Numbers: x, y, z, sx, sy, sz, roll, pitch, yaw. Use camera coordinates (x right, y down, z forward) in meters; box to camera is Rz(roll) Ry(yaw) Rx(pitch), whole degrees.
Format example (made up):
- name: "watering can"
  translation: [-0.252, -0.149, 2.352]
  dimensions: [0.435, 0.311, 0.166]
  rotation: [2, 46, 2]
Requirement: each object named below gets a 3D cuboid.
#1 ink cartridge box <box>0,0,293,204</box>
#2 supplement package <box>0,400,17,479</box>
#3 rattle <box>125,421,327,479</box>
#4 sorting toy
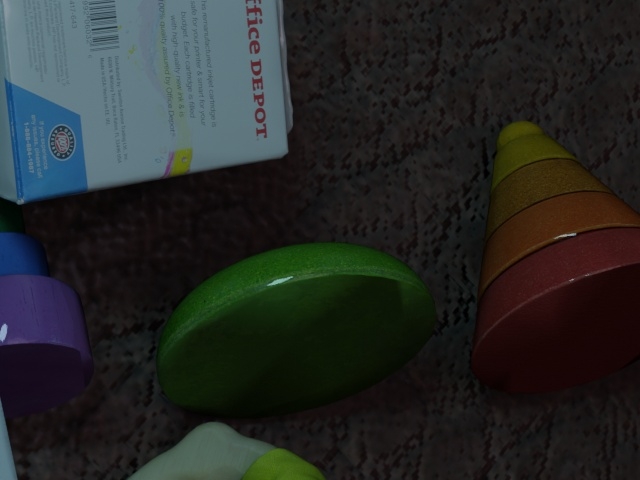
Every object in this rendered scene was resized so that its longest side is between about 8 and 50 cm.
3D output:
- name: "ink cartridge box"
  translation: [-0.084, -0.076, 0.680]
  dimensions: [0.143, 0.090, 0.092]
  rotation: [-11, 105, -32]
- name: "supplement package"
  translation: [-0.244, 0.157, 0.504]
  dimensions: [0.263, 0.198, 0.199]
  rotation: [-7, 78, -37]
- name: "rattle"
  translation: [-0.060, 0.191, 0.698]
  dimensions: [0.130, 0.143, 0.199]
  rotation: [25, 71, 23]
- name: "sorting toy"
  translation: [0.000, 0.000, 0.737]
  dimensions: [0.366, 0.127, 0.126]
  rotation: [-3, 58, -21]
